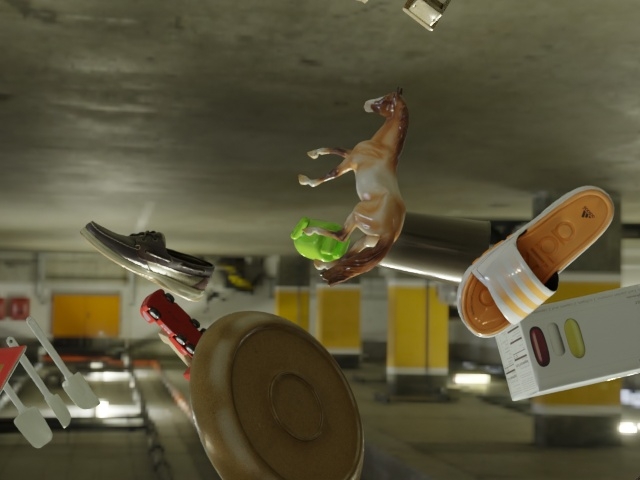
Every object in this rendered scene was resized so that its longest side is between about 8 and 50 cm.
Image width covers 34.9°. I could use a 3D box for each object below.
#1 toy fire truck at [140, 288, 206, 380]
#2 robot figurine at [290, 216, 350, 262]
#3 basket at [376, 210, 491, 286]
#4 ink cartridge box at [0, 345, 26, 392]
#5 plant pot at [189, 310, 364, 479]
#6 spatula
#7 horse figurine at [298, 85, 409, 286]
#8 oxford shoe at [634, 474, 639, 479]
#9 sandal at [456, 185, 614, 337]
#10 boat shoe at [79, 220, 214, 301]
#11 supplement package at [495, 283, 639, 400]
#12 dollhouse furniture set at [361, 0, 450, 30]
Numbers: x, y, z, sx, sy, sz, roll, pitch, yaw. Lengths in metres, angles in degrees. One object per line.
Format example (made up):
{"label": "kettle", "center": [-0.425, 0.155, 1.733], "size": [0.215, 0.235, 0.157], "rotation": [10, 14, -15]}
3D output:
{"label": "toy fire truck", "center": [-0.244, 0.172, 1.772], "size": [0.192, 0.047, 0.135], "rotation": [45, 151, -8]}
{"label": "robot figurine", "center": [0.000, 0.000, 1.679], "size": [0.101, 0.067, 0.115], "rotation": [19, 177, -33]}
{"label": "basket", "center": [0.237, 0.013, 2.191], "size": [0.226, 0.154, 0.204], "rotation": [10, 179, 2]}
{"label": "ink cartridge box", "center": [-0.507, 0.245, 1.307], "size": [0.066, 0.261, 0.296], "rotation": [32, 156, -26]}
{"label": "plant pot", "center": [-0.032, 0.174, 1.045], "size": [0.032, 0.236, 0.236], "rotation": [-33, 156, 35]}
{"label": "spatula", "center": [-0.604, 0.298, 2.159], "size": [0.168, 0.242, 0.019], "rotation": [-36, 180, -8]}
{"label": "horse figurine", "center": [0.054, -0.061, 1.375], "size": [0.174, 0.263, 0.066], "rotation": [-15, 153, 27]}
{"label": "oxford shoe", "center": [0.442, 0.455, 1.570], "size": [0.098, 0.271, 0.097], "rotation": [21, -156, -11]}
{"label": "sandal", "center": [0.291, 0.027, 1.383], "size": [0.102, 0.265, 0.076], "rotation": [44, -171, -5]}
{"label": "boat shoe", "center": [-0.337, 0.024, 2.015], "size": [0.285, 0.092, 0.103], "rotation": [31, -177, -26]}
{"label": "supplement package", "center": [0.467, 0.181, 1.801], "size": [0.261, 0.145, 0.204], "rotation": [-12, 168, -5]}
{"label": "dollhouse furniture set", "center": [0.141, -0.426, 1.545], "size": [0.161, 0.182, 0.101], "rotation": [35, 156, -10]}
